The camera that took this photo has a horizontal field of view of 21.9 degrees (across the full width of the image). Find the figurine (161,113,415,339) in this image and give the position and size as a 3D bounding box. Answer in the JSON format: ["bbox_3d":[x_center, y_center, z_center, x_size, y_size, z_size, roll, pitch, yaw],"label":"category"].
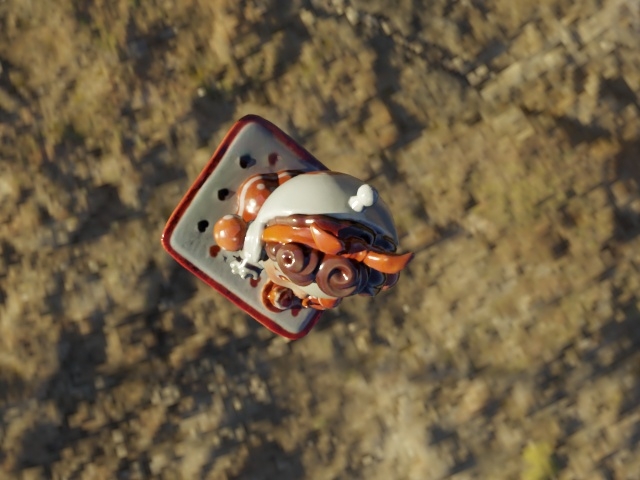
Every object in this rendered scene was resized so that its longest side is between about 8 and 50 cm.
[{"bbox_3d":[0.000,0.000,1.470,0.183,0.226,0.160,37,81,-23],"label":"figurine"}]
